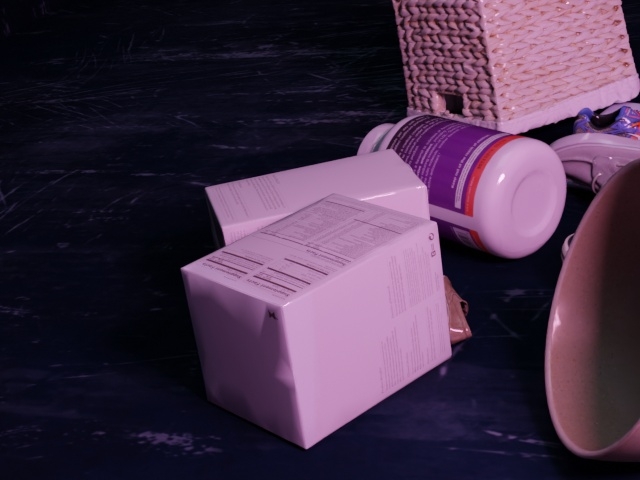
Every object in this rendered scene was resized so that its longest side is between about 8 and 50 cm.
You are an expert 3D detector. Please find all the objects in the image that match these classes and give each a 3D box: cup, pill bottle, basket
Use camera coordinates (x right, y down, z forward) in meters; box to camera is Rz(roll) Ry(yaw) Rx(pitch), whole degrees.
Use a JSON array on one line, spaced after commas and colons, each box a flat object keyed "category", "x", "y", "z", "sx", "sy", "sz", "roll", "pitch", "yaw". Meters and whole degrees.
[{"category": "cup", "x": 0.422, "y": 0.096, "z": 1.418, "sx": 0.236, "sy": 0.331, "sz": 0.331, "roll": 13, "pitch": 22, "yaw": -11}, {"category": "pill bottle", "x": 0.206, "y": -0.093, "z": 1.998, "sx": 0.181, "sy": 0.182, "sz": 0.323, "roll": -26, "pitch": 30, "yaw": -33}, {"category": "basket", "x": 0.354, "y": -0.361, "z": 2.396, "sx": 0.331, "sy": 0.267, "sz": 0.328, "roll": -18, "pitch": 17, "yaw": -24}]

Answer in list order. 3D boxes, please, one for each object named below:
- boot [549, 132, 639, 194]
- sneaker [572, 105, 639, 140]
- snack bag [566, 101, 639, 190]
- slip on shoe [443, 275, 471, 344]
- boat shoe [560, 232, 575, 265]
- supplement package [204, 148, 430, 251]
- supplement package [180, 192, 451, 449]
[{"category": "boot", "x": 0.451, "y": -0.089, "z": 1.995, "sx": 0.258, "sy": 0.095, "sz": 0.123, "roll": 3, "pitch": 54, "yaw": 35}, {"category": "sneaker", "x": 0.511, "y": -0.175, "z": 2.115, "sx": 0.221, "sy": 0.087, "sz": 0.083, "roll": 0, "pitch": 29, "yaw": 24}, {"category": "snack bag", "x": 0.553, "y": -0.144, "z": 2.177, "sx": 0.323, "sy": 0.037, "sz": 0.342, "roll": 14, "pitch": 36, "yaw": 42}, {"category": "slip on shoe", "x": 0.180, "y": 0.092, "z": 1.759, "sx": 0.041, "sy": 0.051, "sz": 0.135, "roll": -10, "pitch": 27, "yaw": 9}, {"category": "boat shoe", "x": 0.577, "y": -0.022, "z": 1.761, "sx": 0.499, "sy": 0.156, "sz": 0.187, "roll": -5, "pitch": 26, "yaw": 10}, {"category": "supplement package", "x": 0.000, "y": 0.000, "z": 1.869, "sx": 0.292, "sy": 0.175, "sz": 0.177, "roll": -12, "pitch": 23, "yaw": -8}, {"category": "supplement package", "x": -0.001, "y": 0.092, "z": 1.640, "sx": 0.262, "sy": 0.199, "sz": 0.198, "roll": -27, "pitch": 30, "yaw": -35}]
